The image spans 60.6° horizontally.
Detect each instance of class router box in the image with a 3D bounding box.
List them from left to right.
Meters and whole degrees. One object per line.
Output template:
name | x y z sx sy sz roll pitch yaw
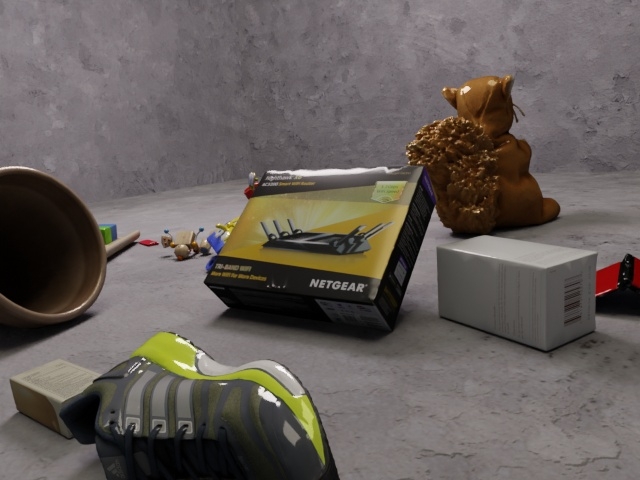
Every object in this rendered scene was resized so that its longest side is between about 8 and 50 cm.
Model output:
router box | 0.000 0.000 0.854 0.308 0.081 0.243 2 54 33

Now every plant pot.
plant pot | -0.535 0.037 0.913 0.229 0.263 0.263 -20 4 24

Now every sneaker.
sneaker | -0.104 0.159 0.437 0.299 0.111 0.121 -1 21 47

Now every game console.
game console | 0.435 0.079 0.781 0.124 0.085 0.144 34 27 19

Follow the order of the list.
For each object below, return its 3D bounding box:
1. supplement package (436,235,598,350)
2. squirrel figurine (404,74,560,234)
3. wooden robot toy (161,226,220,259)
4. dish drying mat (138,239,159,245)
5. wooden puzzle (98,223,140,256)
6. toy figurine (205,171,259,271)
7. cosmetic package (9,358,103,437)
supplement package | 0.252 0.060 0.722 0.105 0.105 0.179 -12 14 -31
squirrel figurine | 0.396 -0.217 1.358 0.280 0.371 0.396 6 16 42
wooden robot toy | -0.319 0.021 1.327 0.173 0.076 0.079 -2 47 12
dish drying mat | -0.488 0.006 1.554 0.032 0.008 0.083 -14 15 -35
wooden puzzle | -0.693 0.008 1.449 0.347 0.081 0.322 -5 12 0
toy figurine | -0.139 0.016 1.160 0.217 0.191 0.362 -39 29 -8
cosmetic package | -0.274 0.165 0.584 0.115 0.041 0.060 4 15 39
